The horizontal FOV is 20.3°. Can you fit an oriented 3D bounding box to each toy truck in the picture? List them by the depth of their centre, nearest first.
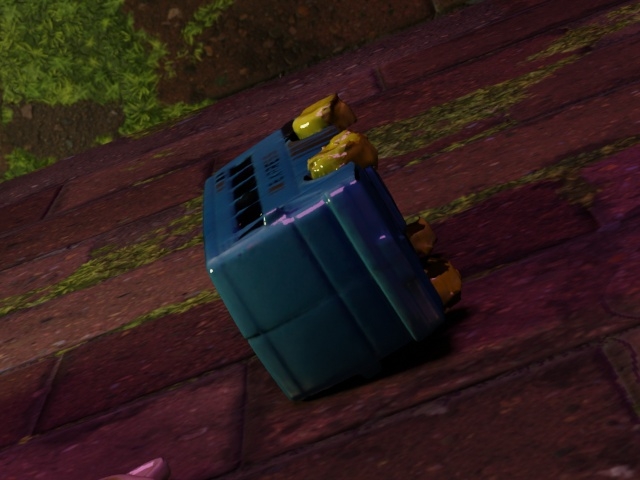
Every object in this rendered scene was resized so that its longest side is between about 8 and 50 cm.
[{"bbox_3d":[0.000,0.000,1.438,0.162,0.161,0.385,-32,13,3],"label":"toy truck"}]

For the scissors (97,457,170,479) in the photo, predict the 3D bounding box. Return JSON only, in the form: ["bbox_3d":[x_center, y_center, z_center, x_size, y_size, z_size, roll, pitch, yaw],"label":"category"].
[{"bbox_3d":[-0.231,0.224,1.160,0.317,0.024,0.160,-25,14,-15],"label":"scissors"}]
